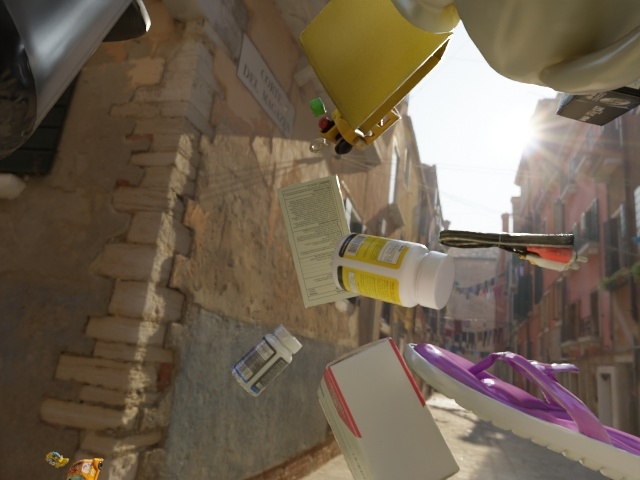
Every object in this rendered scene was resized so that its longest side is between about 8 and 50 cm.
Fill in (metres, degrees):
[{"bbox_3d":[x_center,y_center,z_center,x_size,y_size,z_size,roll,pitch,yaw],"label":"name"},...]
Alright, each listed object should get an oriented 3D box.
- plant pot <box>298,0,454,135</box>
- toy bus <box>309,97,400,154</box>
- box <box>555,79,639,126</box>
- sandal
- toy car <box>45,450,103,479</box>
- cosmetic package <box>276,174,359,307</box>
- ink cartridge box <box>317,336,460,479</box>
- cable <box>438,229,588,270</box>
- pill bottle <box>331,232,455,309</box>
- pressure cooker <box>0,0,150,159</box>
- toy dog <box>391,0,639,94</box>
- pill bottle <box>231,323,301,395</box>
[{"bbox_3d":[0.085,-0.334,0.801,0.187,0.212,0.212,47,15,0],"label":"plant pot"},{"bbox_3d":[0.079,-0.254,1.003,0.190,0.105,0.202,-15,-32,-11],"label":"toy bus"},{"bbox_3d":[0.431,-0.278,0.646,0.077,0.180,0.147,18,3,10],"label":"box"},{"bbox_3d":[0.305,0.207,0.575,0.415,0.102,0.169,25,-1,0],"label":"sandal"},{"bbox_3d":[-0.381,0.347,0.661,0.121,0.060,0.041,-11,-53,24],"label":"toy car"},{"bbox_3d":[0.000,0.000,1.153,0.160,0.310,0.113,-12,5,0],"label":"cosmetic package"},{"bbox_3d":[0.089,0.305,0.743,0.117,0.207,0.283,-22,-23,-13],"label":"ink cartridge box"},{"bbox_3d":[0.395,0.018,0.923,0.286,0.072,0.139,4,-9,8],"label":"cable"},{"bbox_3d":[0.136,0.058,0.841,0.208,0.119,0.119,12,-9,35],"label":"pill bottle"},{"bbox_3d":[-0.312,-0.312,0.328,0.375,0.421,0.370,25,-33,-17],"label":"pressure cooker"},{"bbox_3d":[0.226,-0.372,0.370,0.284,0.396,0.408,9,-42,0],"label":"toy dog"},{"bbox_3d":[-0.109,0.243,0.915,0.078,0.137,0.078,45,-9,9],"label":"pill bottle"}]
